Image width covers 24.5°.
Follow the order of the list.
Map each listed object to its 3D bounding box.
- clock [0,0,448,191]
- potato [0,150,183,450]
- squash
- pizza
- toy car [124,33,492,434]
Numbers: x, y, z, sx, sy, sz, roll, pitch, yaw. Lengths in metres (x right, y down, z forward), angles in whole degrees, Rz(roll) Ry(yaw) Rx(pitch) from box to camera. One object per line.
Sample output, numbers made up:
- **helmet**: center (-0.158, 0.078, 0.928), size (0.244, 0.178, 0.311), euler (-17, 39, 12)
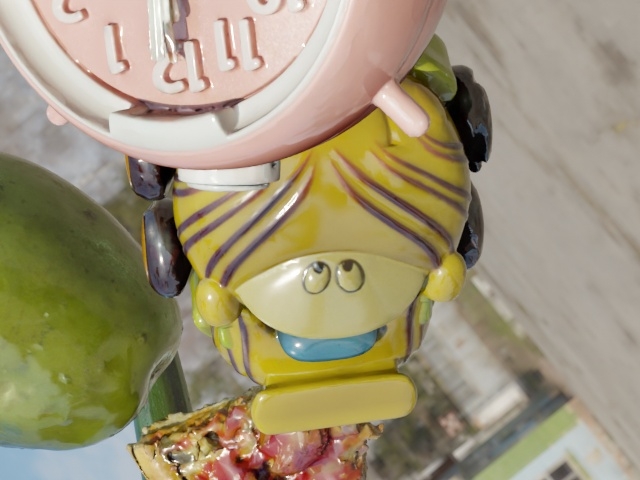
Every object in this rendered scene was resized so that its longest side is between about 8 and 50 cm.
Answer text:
- **clock**: center (-0.041, -0.142, 0.643), size (0.142, 0.227, 0.241), euler (-23, -67, -58)
- **potato**: center (-0.258, 0.040, 1.099), size (0.304, 0.216, 0.216), euler (23, 174, 13)
- **squash**: center (-0.157, 0.193, 1.482), size (0.066, 0.066, 0.229), euler (46, -148, -80)
- **pizza**: center (-0.031, 0.152, 1.012), size (0.201, 0.193, 0.053), euler (26, -151, 5)
- **toy car**: center (0.000, 0.000, 0.803), size (0.248, 0.200, 0.142), euler (85, 176, -49)
